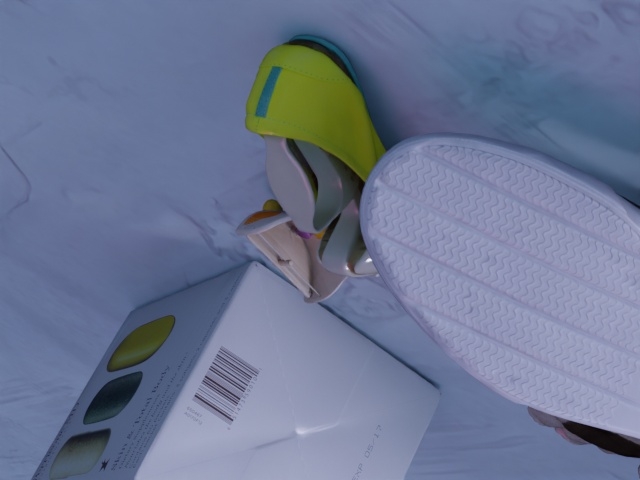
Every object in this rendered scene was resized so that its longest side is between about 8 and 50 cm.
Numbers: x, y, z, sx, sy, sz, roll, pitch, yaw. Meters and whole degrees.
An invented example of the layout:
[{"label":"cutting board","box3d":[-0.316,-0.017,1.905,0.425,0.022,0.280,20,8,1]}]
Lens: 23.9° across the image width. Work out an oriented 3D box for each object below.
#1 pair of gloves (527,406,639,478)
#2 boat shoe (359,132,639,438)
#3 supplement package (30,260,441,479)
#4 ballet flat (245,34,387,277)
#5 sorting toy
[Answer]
[{"label":"pair of gloves","box3d":[0.271,0.162,1.010,0.240,0.042,0.204,31,168,-12]},{"label":"boat shoe","box3d":[0.171,0.042,0.820,0.335,0.121,0.119,30,-164,-5]},{"label":"supplement package","box3d":[-0.078,0.170,1.243,0.198,0.199,0.263,36,155,-17]},{"label":"ballet flat","box3d":[0.017,-0.025,0.909,0.077,0.077,0.231,9,150,34]},{"label":"sorting toy","box3d":[0.000,0.000,1.025,0.075,0.045,0.083,-7,139,40]}]
